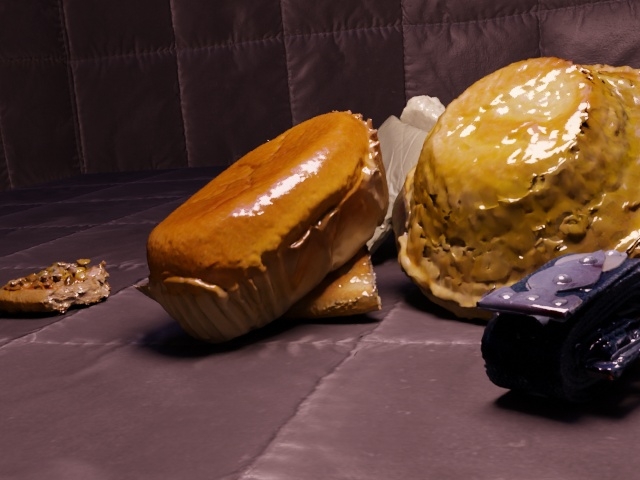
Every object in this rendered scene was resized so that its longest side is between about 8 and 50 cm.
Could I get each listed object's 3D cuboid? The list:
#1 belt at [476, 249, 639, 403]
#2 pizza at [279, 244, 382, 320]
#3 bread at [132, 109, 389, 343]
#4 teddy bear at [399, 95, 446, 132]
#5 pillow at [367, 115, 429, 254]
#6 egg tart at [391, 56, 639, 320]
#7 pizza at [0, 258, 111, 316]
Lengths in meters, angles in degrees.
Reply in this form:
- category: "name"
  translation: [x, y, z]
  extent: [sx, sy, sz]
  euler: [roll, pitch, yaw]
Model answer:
- category: "belt"
  translation: [0.265, 0.083, 0.907]
  extent: [0.128, 0.122, 0.218]
  euler: [6, 21, 42]
- category: "pizza"
  translation: [0.023, 0.063, 1.298]
  extent: [0.204, 0.081, 0.188]
  euler: [6, 38, 36]
- category: "bread"
  translation: [-0.060, -0.035, 1.239]
  extent: [0.236, 0.183, 0.388]
  euler: [8, 44, 37]
- category: "teddy bear"
  translation: [0.374, -0.182, 1.883]
  extent: [0.375, 0.327, 0.362]
  euler: [35, 46, 13]
- category: "pillow"
  translation: [0.102, -0.087, 1.652]
  extent: [0.076, 0.274, 0.281]
  euler: [35, 4, -22]
- category: "egg tart"
  translation: [0.270, -0.098, 1.223]
  extent: [0.443, 0.178, 0.443]
  euler: [-25, 37, 21]
- category: "pizza"
  translation: [-0.414, 0.069, 1.492]
  extent: [0.147, 0.069, 0.226]
  euler: [1, 12, 43]
